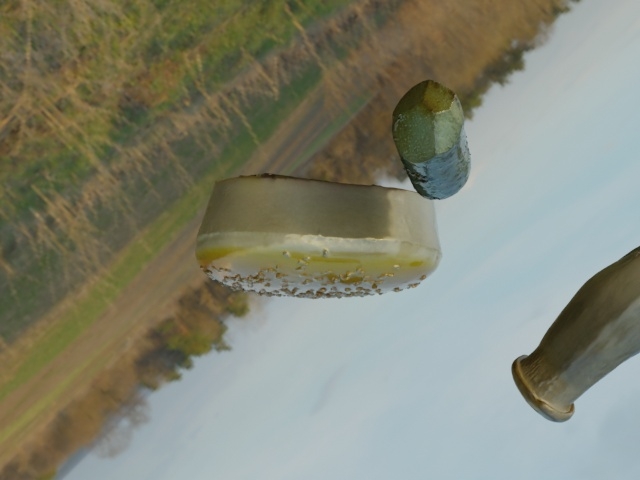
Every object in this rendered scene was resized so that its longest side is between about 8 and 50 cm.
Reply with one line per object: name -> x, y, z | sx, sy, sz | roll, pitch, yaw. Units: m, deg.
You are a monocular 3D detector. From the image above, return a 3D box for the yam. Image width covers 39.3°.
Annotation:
yam -> 0.105, -0.089, 0.846 | 0.070, 0.070, 0.146 | -45, 157, -4

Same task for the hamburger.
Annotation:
hamburger -> 0.000, 0.000, 1.079 | 0.227, 0.295, 0.151 | 171, -74, -83

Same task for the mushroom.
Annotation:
mushroom -> 0.304, 0.082, 0.926 | 0.247, 0.096, 0.108 | -43, 150, 12
